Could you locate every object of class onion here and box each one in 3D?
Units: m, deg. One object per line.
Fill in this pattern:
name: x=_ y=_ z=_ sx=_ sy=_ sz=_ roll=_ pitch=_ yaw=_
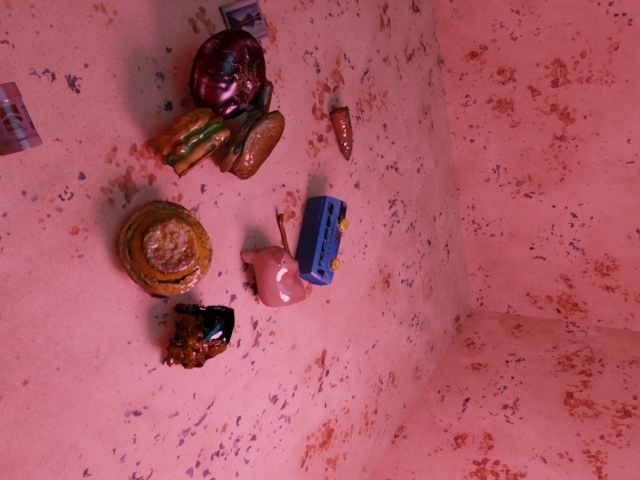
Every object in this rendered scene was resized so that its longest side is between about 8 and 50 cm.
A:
onion: x=-0.310 y=-0.543 z=1.568 sx=0.314 sy=0.232 sz=0.314 roll=-51 pitch=162 yaw=-24

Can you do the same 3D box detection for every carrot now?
carrot: x=0.109 y=-0.496 z=2.252 sx=0.102 sy=0.101 sz=0.263 roll=-44 pitch=132 yaw=-42

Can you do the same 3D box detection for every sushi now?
sushi: x=-0.397 y=0.313 z=1.559 sx=0.199 sy=0.213 sz=0.204 roll=17 pitch=64 yaw=-30

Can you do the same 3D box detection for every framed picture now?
framed picture: x=-0.276 y=-0.803 z=1.755 sx=0.203 sy=0.015 sz=0.150 roll=-45 pitch=127 yaw=-42

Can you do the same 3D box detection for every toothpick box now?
toothpick box: x=-0.733 y=-0.284 z=1.116 sx=0.098 sy=0.098 sz=0.149 roll=-39 pitch=124 yaw=-45

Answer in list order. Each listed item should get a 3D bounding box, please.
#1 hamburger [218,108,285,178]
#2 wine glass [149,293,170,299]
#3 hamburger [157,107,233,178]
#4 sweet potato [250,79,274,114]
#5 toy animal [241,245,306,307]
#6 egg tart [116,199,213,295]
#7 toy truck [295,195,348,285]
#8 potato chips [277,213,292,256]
hamburger: x=-0.231 y=-0.333 z=1.665 sx=0.134 sy=0.265 sz=0.285 roll=31 pitch=86 yaw=-12
wine glass: x=-0.486 y=0.052 z=1.505 sx=0.074 sy=0.074 sz=0.263 roll=17 pitch=79 yaw=-53
hamburger: x=-0.399 y=-0.312 z=1.470 sx=0.149 sy=0.237 sz=0.237 roll=52 pitch=50 yaw=-16
sweet potato: x=-0.230 y=-0.488 z=1.795 sx=0.077 sy=0.077 sz=0.244 roll=9 pitch=97 yaw=-53
toy animal: x=-0.157 y=0.139 z=1.854 sx=0.213 sy=0.195 sz=0.256 roll=-31 pitch=115 yaw=-57
egg tart: x=-0.454 y=0.022 z=1.419 sx=0.293 sy=0.123 sz=0.294 roll=2 pitch=85 yaw=-27
toy truck: x=0.000 y=0.000 z=2.090 sx=0.162 sy=0.161 sz=0.385 roll=20 pitch=77 yaw=-40
potato chips: x=-0.150 y=-0.021 z=1.981 sx=0.026 sy=0.037 sz=0.204 roll=-29 pitch=121 yaw=-38
